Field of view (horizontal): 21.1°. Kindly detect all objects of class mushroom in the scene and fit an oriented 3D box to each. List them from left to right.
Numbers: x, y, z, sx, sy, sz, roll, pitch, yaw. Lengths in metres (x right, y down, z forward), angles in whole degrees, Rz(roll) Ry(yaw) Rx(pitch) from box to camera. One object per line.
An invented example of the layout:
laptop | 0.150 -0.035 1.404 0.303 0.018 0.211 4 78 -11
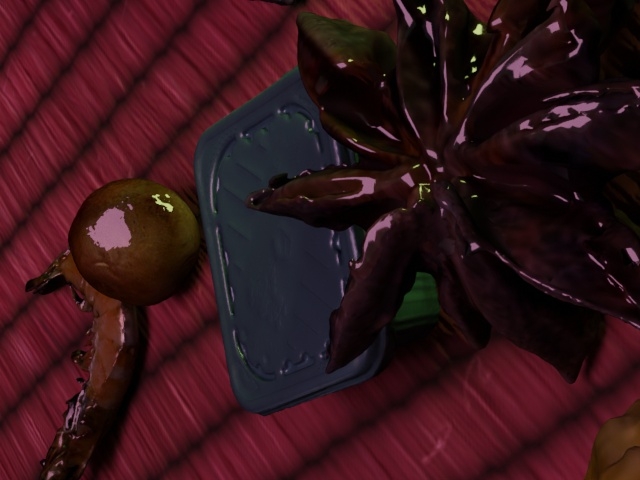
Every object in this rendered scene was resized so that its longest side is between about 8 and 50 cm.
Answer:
mushroom | -0.135 0.000 1.160 0.129 0.073 0.088 14 137 57

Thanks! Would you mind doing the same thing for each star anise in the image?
star anise | 0.074 -0.033 0.806 0.283 0.129 0.212 -17 82 37

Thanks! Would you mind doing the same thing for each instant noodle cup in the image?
instant noodle cup | 0.000 0.000 0.971 0.157 0.070 0.179 -26 71 53

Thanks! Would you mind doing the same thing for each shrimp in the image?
shrimp | -0.189 0.092 1.265 0.148 0.035 0.195 44 119 41

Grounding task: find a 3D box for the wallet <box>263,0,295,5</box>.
wallet | -0.100 -0.298 1.118 0.323 0.041 0.247 24 112 48

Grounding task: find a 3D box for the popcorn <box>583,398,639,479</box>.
popcorn | 0.194 0.141 0.574 0.270 0.224 0.258 85 174 -70
